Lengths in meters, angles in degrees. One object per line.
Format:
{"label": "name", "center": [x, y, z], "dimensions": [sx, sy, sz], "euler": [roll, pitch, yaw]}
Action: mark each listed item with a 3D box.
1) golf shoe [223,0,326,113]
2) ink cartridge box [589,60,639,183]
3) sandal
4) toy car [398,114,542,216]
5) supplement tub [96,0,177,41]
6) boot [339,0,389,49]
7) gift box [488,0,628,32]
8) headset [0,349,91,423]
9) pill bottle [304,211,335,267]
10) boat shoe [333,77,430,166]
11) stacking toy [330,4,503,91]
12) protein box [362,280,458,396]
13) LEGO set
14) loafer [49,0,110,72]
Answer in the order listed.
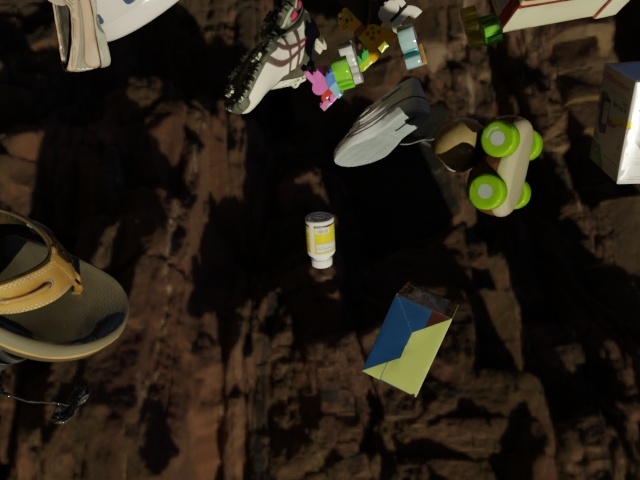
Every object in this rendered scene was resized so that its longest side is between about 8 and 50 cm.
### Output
{"label": "golf shoe", "center": [-0.067, -0.300, 1.212], "dimensions": [0.105, 0.120, 0.273], "euler": [-18, -142, 48]}
{"label": "ink cartridge box", "center": [0.628, -0.240, 1.440], "dimensions": [0.154, 0.093, 0.213], "euler": [-96, -174, -62]}
{"label": "sandal", "center": [-0.167, 0.009, 0.370], "dimensions": [0.180, 0.049, 0.072], "euler": [39, 35, -40]}
{"label": "toy car", "center": [0.217, -0.126, 1.082], "dimensions": [0.155, 0.188, 0.149], "euler": [-5, 109, -59]}
{"label": "supplement tub", "center": [-0.333, -0.485, 1.032], "dimensions": [0.325, 0.235, 0.235], "euler": [55, 18, -31]}
{"label": "boot", "center": [0.076, -0.476, 1.400], "dimensions": [0.082, 0.106, 0.219], "euler": [-49, 170, -25]}
{"label": "gift box", "center": [0.396, -0.498, 1.134], "dimensions": [0.276, 0.258, 0.255], "euler": [133, -57, -79]}
{"label": "headset", "center": [-0.620, 0.206, 1.350], "dimensions": [0.243, 0.394, 0.185], "euler": [-46, -174, 17]}
{"label": "pill bottle", "center": [0.000, 0.000, 1.581], "dimensions": [0.065, 0.065, 0.116], "euler": [-92, 179, -64]}
{"label": "boat shoe", "center": [0.107, -0.206, 1.266], "dimensions": [0.226, 0.083, 0.076], "euler": [-27, -123, 43]}
{"label": "stacking toy", "center": [0.098, -0.212, 0.768], "dimensions": [0.221, 0.166, 0.052], "euler": [-65, 139, -74]}
{"label": "protein box", "center": [0.213, 0.222, 1.661], "dimensions": [0.200, 0.135, 0.201], "euler": [-67, 168, 10]}
{"label": "LEGO set", "center": [0.051, -0.320, 1.155], "dimensions": [0.093, 0.227, 0.087], "euler": [44, 16, -9]}
{"label": "loafer", "center": [-0.201, -0.188, 0.568], "dimensions": [0.045, 0.039, 0.125], "euler": [48, -26, 35]}
